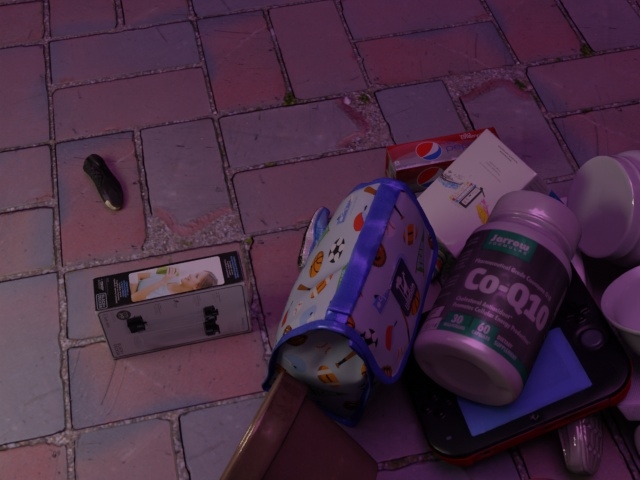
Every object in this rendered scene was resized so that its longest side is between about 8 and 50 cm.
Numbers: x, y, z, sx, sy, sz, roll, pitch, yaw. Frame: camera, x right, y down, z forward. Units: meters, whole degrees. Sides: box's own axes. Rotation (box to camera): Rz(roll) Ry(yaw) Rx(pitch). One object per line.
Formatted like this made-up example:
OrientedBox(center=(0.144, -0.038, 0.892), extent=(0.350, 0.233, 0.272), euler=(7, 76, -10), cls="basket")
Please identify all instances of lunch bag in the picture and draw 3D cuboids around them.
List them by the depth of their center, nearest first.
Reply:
OrientedBox(center=(0.062, 0.112, 1.617), extent=(0.239, 0.385, 0.327), euler=(20, 59, 5), cls="lunch bag")

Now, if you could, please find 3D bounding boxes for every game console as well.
OrientedBox(center=(0.346, 0.216, 1.678), extent=(0.387, 0.060, 0.342), euler=(-24, 48, 6), cls="game console")

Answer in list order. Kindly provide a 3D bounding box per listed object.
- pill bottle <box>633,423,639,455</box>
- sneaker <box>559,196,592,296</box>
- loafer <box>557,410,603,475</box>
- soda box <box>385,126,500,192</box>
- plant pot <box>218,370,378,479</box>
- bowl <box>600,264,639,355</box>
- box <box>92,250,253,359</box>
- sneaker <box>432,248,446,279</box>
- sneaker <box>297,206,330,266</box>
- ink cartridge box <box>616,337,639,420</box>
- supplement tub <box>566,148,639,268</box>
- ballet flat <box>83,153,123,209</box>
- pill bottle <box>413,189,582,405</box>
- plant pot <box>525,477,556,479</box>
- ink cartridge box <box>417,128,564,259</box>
OrientedBox(center=(0.699, 0.328, 1.621), extent=(0.246, 0.130, 0.130), euler=(-27, 56, -19), cls="pill bottle")
OrientedBox(center=(0.480, 0.045, 1.897), extent=(0.151, 0.094, 0.255), euler=(-17, 64, 20), cls="sneaker")
OrientedBox(center=(0.453, 0.291, 1.686), extent=(0.112, 0.112, 0.319), euler=(-21, 47, 28), cls="loafer")
OrientedBox(center=(0.285, -0.182, 2.066), extent=(0.263, 0.092, 0.083), euler=(-11, 51, -8), cls="soda box")
OrientedBox(center=(-0.032, 0.388, 1.534), extent=(0.229, 0.263, 0.263), euler=(28, 55, 1), cls="plant pot")
OrientedBox(center=(0.666, 0.144, 1.606), extent=(0.298, 0.134, 0.298), euler=(-17, 19, 6), cls="bowl")
OrientedBox(center=(-0.288, 0.129, 1.780), extent=(0.290, 0.169, 0.087), euler=(-11, 49, -6), cls="box")
OrientedBox(center=(0.183, 0.037, 1.913), extent=(0.161, 0.057, 0.075), euler=(20, 48, 13), cls="sneaker")
OrientedBox(center=(0.000, 0.000, 1.957), extent=(0.073, 0.063, 0.162), euler=(19, 56, -7), cls="sneaker")
OrientedBox(center=(0.625, 0.247, 1.643), extent=(0.224, 0.045, 0.223), euler=(-6, 24, 33), cls="ink cartridge box")
OrientedBox(center=(0.696, -0.060, 1.817), extent=(0.332, 0.241, 0.241), euler=(2, 48, -22), cls="supplement tub")
OrientedBox(center=(-0.501, -0.131, 2.079), extent=(0.058, 0.049, 0.173), euler=(3, 44, -44), cls="ballet flat")
OrientedBox(center=(0.328, 0.096, 1.618), extent=(0.204, 0.204, 0.361), euler=(22, 61, 18), cls="pill bottle")
OrientedBox(center=(0.370, 0.499, 1.464), extent=(0.202, 0.201, 0.180), euler=(-6, 36, -3), cls="plant pot")
OrientedBox(center=(0.343, -0.070, 1.861), extent=(0.232, 0.171, 0.168), euler=(-46, 52, 10), cls="ink cartridge box")
